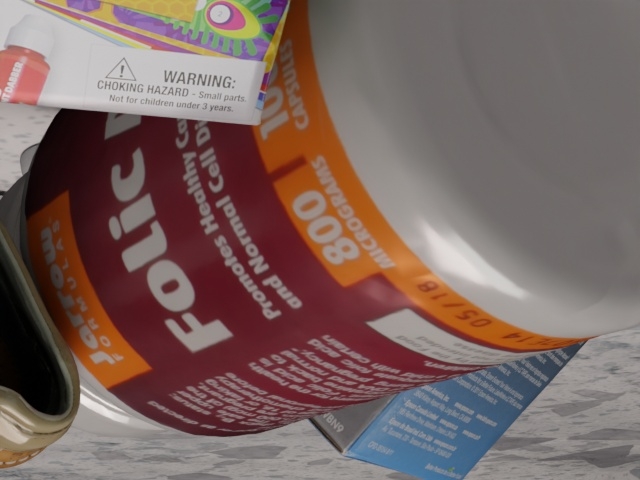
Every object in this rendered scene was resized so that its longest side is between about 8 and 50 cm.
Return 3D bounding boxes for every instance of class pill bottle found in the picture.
[{"bbox_3d":[-0.016,-0.021,0.620,0.224,0.224,0.392,11,157,-35],"label":"pill bottle"}]

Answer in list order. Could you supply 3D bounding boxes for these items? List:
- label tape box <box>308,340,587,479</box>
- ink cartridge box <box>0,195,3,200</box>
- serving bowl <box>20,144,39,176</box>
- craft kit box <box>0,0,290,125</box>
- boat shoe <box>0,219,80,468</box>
[{"bbox_3d":[0.139,0.016,0.867,0.334,0.106,0.240,-48,152,3],"label":"label tape box"},{"bbox_3d":[-0.305,0.058,0.993,0.198,0.115,0.273,6,160,-21],"label":"ink cartridge box"},{"bbox_3d":[-0.169,-0.043,0.846,0.083,0.027,0.083,-3,162,-1],"label":"serving bowl"},{"bbox_3d":[-0.113,-0.150,0.328,0.249,0.061,0.247,3,131,-16],"label":"craft kit box"},{"bbox_3d":[-0.214,-0.024,0.571,0.103,0.113,0.302,-18,112,48],"label":"boat shoe"}]
